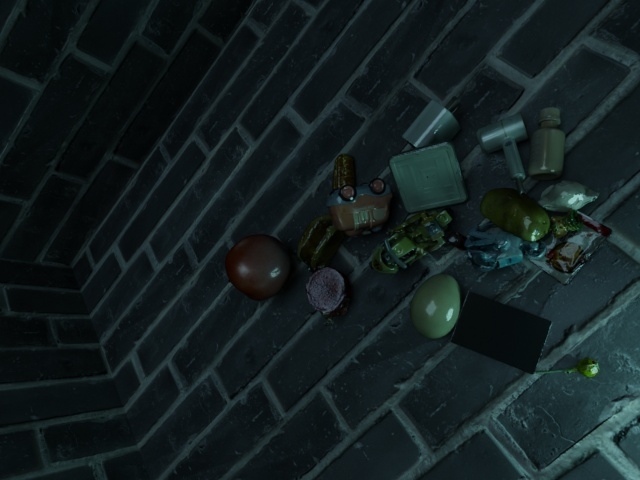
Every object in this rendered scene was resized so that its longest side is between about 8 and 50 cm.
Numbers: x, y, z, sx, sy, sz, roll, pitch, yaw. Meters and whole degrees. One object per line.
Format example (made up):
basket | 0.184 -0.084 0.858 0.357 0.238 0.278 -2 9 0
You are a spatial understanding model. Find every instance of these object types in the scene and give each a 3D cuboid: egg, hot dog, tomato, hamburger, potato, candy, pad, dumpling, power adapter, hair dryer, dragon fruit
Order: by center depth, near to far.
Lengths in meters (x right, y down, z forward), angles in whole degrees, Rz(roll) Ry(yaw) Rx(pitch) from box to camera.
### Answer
candy | 0.822 0.432 1.439 0.193 0.062 0.058 -21 67 38
dumpling | 0.856 -0.164 1.498 0.187 0.108 0.127 -12 40 24
pad | 0.641 0.326 1.534 0.299 0.005 0.202 19 91 13
potato | 0.697 -0.119 1.537 0.160 0.111 0.272 -22 40 -17
hair dryer | 0.693 -0.304 1.584 0.173 0.107 0.357 -20 50 30
egg | 0.442 0.247 1.634 0.188 0.188 0.254 21 88 34
power adapter | 0.476 -0.470 1.762 0.255 0.187 0.124 -52 59 14
dragon fruit | 0.041 0.240 1.937 0.211 0.147 0.282 -8 79 22
hamburger | 0.000 0.000 1.963 0.132 0.211 0.309 38 100 28
hot dog | 0.107 -0.284 2.036 0.115 0.072 0.269 -14 73 38
tomato | -0.286 0.123 2.065 0.321 0.321 0.322 -7 76 32

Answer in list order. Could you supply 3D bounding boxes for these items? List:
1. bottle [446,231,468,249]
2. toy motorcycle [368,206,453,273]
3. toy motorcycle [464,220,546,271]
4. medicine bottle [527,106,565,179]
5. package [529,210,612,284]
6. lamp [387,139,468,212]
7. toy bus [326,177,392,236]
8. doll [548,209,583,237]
bottle | 0.525 0.002 1.645 0.060 0.164 0.060 -7 77 32
toy motorcycle | 0.352 0.004 1.722 0.410 0.237 0.169 -39 89 20
toy motorcycle | 0.665 0.008 1.576 0.260 0.154 0.206 -18 48 16
medicine bottle | 0.822 -0.352 1.558 0.114 0.114 0.252 4 82 33
package | 0.867 0.020 1.501 0.154 0.030 0.239 44 105 33
lamp | 0.433 -0.250 1.732 0.266 0.047 0.269 -11 118 30
toy bus | 0.174 -0.138 1.850 0.287 0.194 0.232 -11 90 -13
doll | 0.852 -0.057 1.490 0.113 0.076 0.078 136 128 -64
